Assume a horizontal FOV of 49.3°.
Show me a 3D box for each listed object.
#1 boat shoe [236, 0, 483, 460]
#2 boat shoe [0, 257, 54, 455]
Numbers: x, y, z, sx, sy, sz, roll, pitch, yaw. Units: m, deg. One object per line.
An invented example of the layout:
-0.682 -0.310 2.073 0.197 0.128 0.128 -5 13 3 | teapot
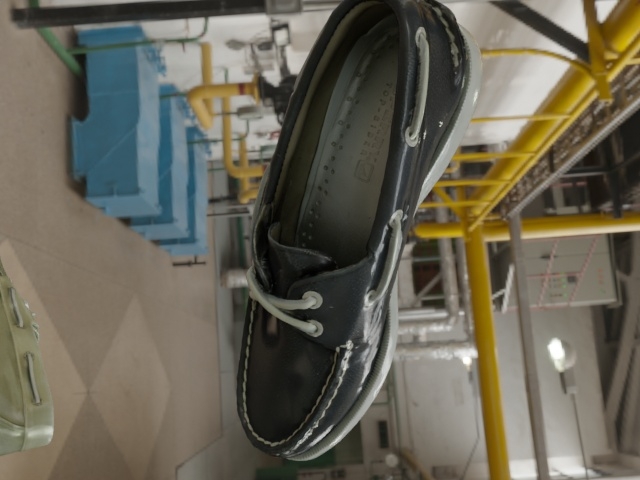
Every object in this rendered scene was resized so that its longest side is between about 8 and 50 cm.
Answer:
0.000 0.000 0.421 0.091 0.114 0.303 2 106 -58 | boat shoe
-0.339 0.098 0.710 0.109 0.094 0.302 -56 -138 27 | boat shoe
